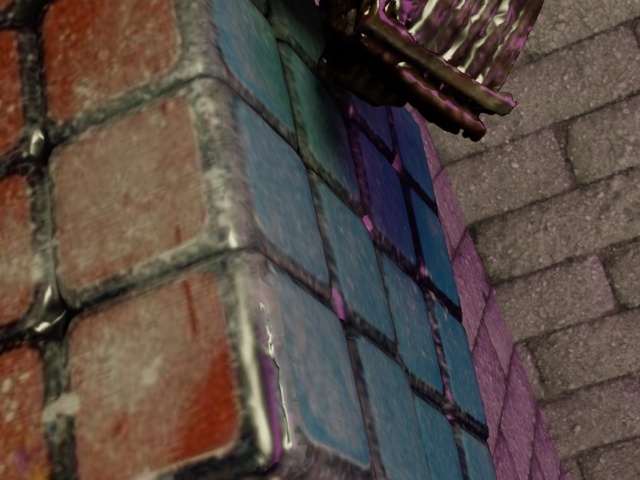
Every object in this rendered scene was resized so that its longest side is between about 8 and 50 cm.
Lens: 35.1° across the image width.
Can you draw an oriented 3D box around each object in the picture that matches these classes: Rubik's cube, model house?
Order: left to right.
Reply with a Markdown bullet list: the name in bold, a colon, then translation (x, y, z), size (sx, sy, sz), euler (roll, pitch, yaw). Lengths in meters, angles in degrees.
- **Rubik's cube**: translation (-0.118, 0.047, 0.582), size (0.337, 0.343, 0.344), euler (39, 36, -57)
- **model house**: translation (0.018, -0.141, 0.494), size (0.203, 0.141, 0.164), euler (40, 49, -11)
